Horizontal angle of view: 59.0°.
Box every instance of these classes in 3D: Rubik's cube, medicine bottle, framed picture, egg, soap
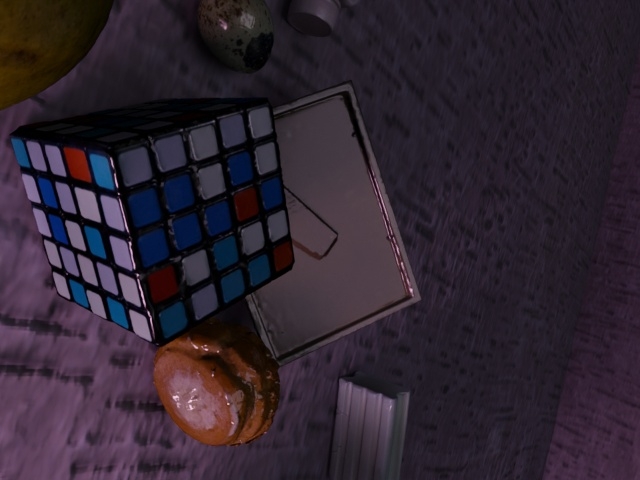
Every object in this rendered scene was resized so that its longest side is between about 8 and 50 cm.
[{"bbox_3d":[-0.158,-0.037,0.558,0.182,0.187,0.184,-30,124,-43],"label":"Rubik's cube"},{"bbox_3d":[0.010,-0.375,0.764,0.119,0.069,0.183,23,83,-52],"label":"medicine bottle"},{"bbox_3d":[-0.014,-0.018,0.722,0.232,0.024,0.315,-22,104,-15],"label":"framed picture"},{"bbox_3d":[-0.096,-0.245,0.656,0.085,0.085,0.110,-51,140,-29],"label":"egg"},{"bbox_3d":[0.085,0.346,0.992,0.066,0.119,0.198,-1,100,-50],"label":"soap"}]

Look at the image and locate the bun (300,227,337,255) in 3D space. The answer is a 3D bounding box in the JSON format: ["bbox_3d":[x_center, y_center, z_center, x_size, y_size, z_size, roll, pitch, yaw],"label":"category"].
[{"bbox_3d":[0.000,0.000,0.799,0.222,0.127,0.222,-20,117,-46],"label":"bun"}]

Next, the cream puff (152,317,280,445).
[{"bbox_3d":[-0.119,0.165,0.681,0.165,0.150,0.115,57,33,6],"label":"cream puff"}]

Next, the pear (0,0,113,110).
[{"bbox_3d":[-0.268,-0.189,0.346,0.307,0.253,0.253,-24,117,-53],"label":"pear"}]
